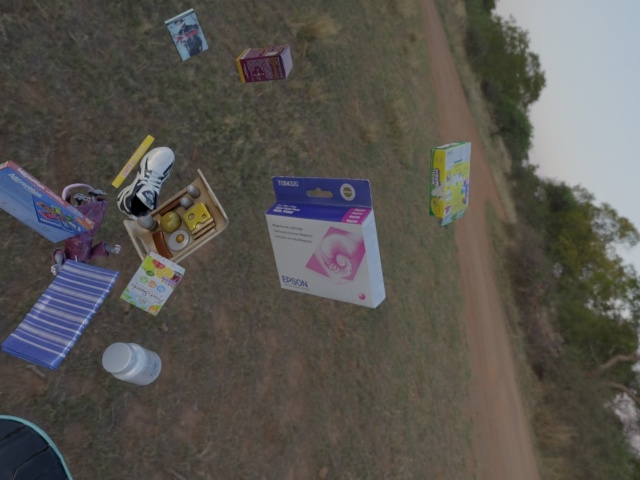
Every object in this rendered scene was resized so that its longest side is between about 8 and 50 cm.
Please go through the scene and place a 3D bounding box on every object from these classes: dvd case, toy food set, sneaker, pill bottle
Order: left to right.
[{"bbox_3d":[-0.678,0.440,1.680,0.229,0.131,0.131,76,9,-65],"label":"pill bottle"},{"bbox_3d":[-0.494,-0.156,1.361,0.094,0.235,0.153,45,-2,-43],"label":"sneaker"},{"bbox_3d":[-0.467,-0.066,1.509,0.220,0.306,0.092,55,1,22],"label":"toy food set"},{"bbox_3d":[-0.373,-0.573,1.308,0.013,0.087,0.119,50,-14,33],"label":"dvd case"}]

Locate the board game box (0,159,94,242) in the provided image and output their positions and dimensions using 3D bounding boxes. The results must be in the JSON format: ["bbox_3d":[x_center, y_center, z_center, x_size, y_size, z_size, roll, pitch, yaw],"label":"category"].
[{"bbox_3d":[-0.780,-0.096,1.276,0.281,0.145,0.027,56,22,-50],"label":"board game box"}]

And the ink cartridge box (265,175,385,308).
[{"bbox_3d":[0.000,0.000,1.238,0.071,0.324,0.330,-36,123,-44],"label":"ink cartridge box"}]

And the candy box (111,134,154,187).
[{"bbox_3d":[-0.637,-0.267,1.584,0.027,0.105,0.206,38,80,-27],"label":"candy box"}]

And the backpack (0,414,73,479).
[{"bbox_3d":[-0.298,0.236,0.370,0.188,0.144,0.166,-30,83,-33],"label":"backpack"}]

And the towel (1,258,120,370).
[{"bbox_3d":[-0.794,0.214,1.433,0.336,0.243,0.040,-66,151,-28],"label":"towel"}]

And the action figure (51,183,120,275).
[{"bbox_3d":[-0.936,-0.009,1.780,0.248,0.275,0.370,-5,116,-53],"label":"action figure"}]

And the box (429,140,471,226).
[{"bbox_3d":[0.296,-0.128,1.068,0.105,0.043,0.179,-21,116,-37],"label":"box"}]

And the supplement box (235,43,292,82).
[{"bbox_3d":[-0.096,-0.307,0.811,0.055,0.083,0.043,-74,158,-48],"label":"supplement box"}]

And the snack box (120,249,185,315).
[{"bbox_3d":[-0.422,0.109,1.180,0.100,0.141,0.037,33,15,-18],"label":"snack box"}]
